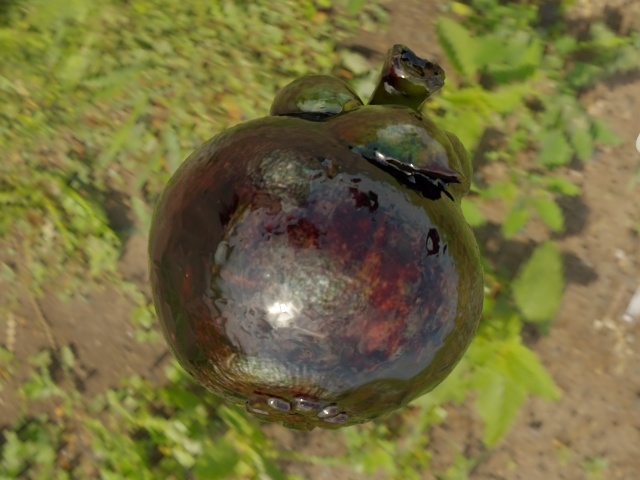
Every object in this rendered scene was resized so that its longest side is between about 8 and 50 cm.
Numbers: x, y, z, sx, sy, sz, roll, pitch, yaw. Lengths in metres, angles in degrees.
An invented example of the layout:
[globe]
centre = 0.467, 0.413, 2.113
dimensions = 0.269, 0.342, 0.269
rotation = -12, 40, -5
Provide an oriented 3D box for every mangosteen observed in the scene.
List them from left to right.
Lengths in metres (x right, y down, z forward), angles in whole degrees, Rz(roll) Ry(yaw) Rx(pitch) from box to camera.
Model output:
[mangosteen]
centre = -0.002, 0.013, 1.629
dimensions = 0.330, 0.330, 0.330
rotation = -7, 107, -24

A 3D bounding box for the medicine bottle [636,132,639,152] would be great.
[medicine bottle]
centre = 0.310, -0.063, 1.535
dimensions = 0.057, 0.089, 0.057
rotation = -24, 147, -17
